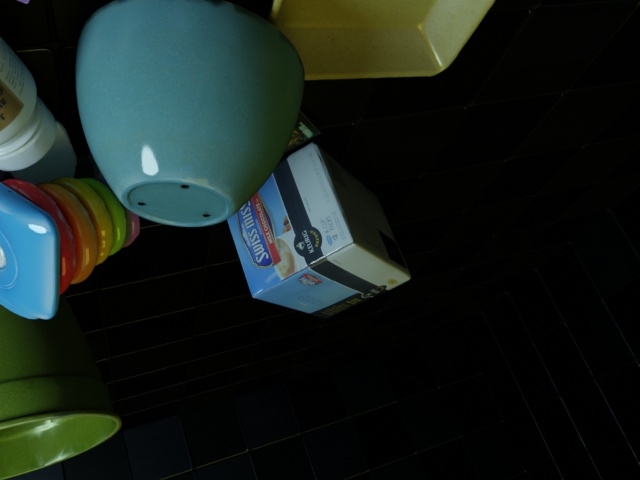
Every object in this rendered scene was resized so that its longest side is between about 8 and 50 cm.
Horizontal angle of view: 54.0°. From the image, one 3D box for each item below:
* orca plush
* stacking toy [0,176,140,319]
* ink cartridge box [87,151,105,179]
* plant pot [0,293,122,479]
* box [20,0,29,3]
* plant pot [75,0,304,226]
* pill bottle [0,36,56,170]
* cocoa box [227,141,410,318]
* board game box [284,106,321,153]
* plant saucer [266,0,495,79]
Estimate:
[{"bbox_3d":[-0.425,-0.082,0.940,0.151,0.102,0.287,-39,155,-28],"label":"orca plush"},{"bbox_3d":[-0.322,-0.033,0.887,0.302,0.175,0.165,-33,145,-52],"label":"stacking toy"},{"bbox_3d":[-0.263,-0.130,0.999,0.181,0.061,0.104,-3,151,-38],"label":"ink cartridge box"},{"bbox_3d":[-0.573,0.207,1.108,0.367,0.353,0.366,-17,157,-8],"label":"plant pot"},{"bbox_3d":[-0.286,-0.344,0.504,0.201,0.057,0.293,5,146,-46],"label":"box"},{"bbox_3d":[-0.167,-0.131,0.789,0.290,0.195,0.290,1,158,0],"label":"plant pot"},{"bbox_3d":[-0.396,-0.174,0.695,0.131,0.131,0.229,-20,158,-2],"label":"pill bottle"},{"bbox_3d":[0.000,0.000,1.301,0.228,0.231,0.347,-28,157,17],"label":"cocoa box"},{"bbox_3d":[-0.089,-0.196,1.051,0.126,0.026,0.186,-27,157,14],"label":"board game box"},{"bbox_3d":[0.090,-0.348,0.795,0.333,0.081,0.332,-9,155,-27],"label":"plant saucer"}]
